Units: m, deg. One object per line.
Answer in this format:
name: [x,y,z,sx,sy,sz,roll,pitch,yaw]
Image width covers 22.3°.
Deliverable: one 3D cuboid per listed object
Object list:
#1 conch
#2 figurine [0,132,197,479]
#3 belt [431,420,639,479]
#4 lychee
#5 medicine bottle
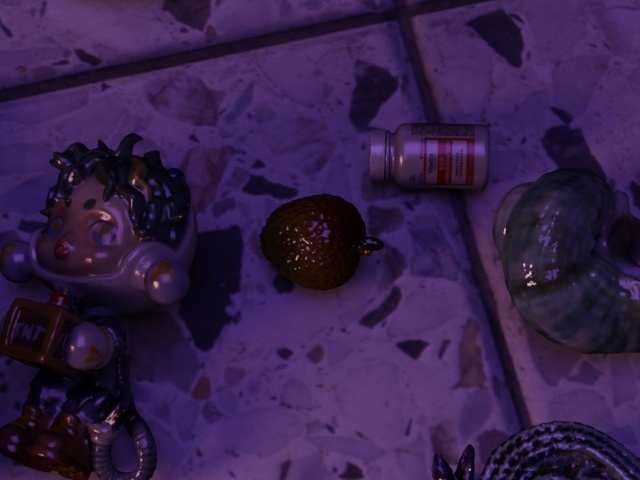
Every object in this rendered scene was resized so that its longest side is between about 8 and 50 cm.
conch: [0.295,0.017,1.815,0.220,0.195,0.277,-27,41,-33]
figurine: [-0.259,0.063,1.798,0.261,0.186,0.382,12,71,19]
belt: [0.265,0.310,1.670,0.207,0.160,0.295,-31,68,-13]
lychee: [0.000,0.000,1.856,0.146,0.114,0.114,10,64,26]
medicine bottle: [0.128,-0.100,1.916,0.140,0.079,0.079,2,64,2]
